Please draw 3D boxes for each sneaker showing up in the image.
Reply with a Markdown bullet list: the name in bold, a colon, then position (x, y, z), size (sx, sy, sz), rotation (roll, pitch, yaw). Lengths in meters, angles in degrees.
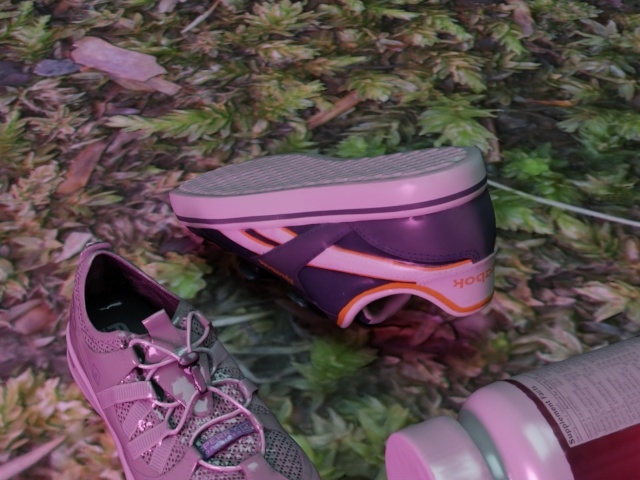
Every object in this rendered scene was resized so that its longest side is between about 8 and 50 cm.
- **sneaker**: position (-0.101, 0.104, 0.722), size (0.105, 0.115, 0.281), rotation (-29, 46, -29)
- **sneaker**: position (0.000, 0.000, 0.857), size (0.126, 0.127, 0.321), rotation (-29, 21, -37)

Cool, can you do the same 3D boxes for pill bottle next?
- **pill bottle**: position (0.161, 0.136, 0.670), size (0.221, 0.121, 0.121), rotation (-16, 41, -16)
